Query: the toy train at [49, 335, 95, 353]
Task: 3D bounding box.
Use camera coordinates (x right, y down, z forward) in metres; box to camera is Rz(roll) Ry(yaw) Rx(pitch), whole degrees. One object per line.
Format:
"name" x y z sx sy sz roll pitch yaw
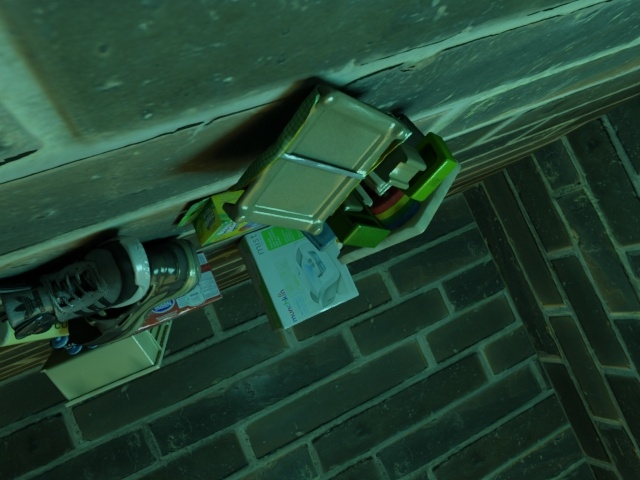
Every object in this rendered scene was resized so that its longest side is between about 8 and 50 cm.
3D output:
"toy train" -0.567 0.203 1.159 0.184 0.105 0.080 -20 148 3

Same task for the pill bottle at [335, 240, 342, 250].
"pill bottle" 0.000 0.000 1.594 0.209 0.117 0.117 -23 175 -16

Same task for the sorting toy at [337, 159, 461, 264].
"sorting toy" 0.159 -0.088 1.098 0.255 0.089 0.257 -26 -161 48

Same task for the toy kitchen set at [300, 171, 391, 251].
"toy kitchen set" 0.029 -0.092 0.928 0.207 0.122 0.166 -44 174 2

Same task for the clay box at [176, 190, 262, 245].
"clay box" -0.120 -0.051 0.807 0.222 0.053 0.127 -22 175 -31

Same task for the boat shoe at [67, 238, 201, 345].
"boat shoe" -0.386 0.099 0.905 0.355 0.132 0.130 -35 161 24

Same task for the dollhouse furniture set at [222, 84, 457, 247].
"dollhouse furniture set" 0.012 -0.118 0.641 0.302 0.151 0.197 8 131 -48

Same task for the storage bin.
"storage bin" -0.561 0.270 1.296 0.262 0.123 0.260 -24 -155 3

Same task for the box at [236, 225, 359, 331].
"box" -0.066 0.079 1.288 0.231 0.261 0.127 -20 174 -24

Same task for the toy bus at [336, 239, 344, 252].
"toy bus" 0.076 -0.054 1.427 0.202 0.191 0.104 -23 132 -20

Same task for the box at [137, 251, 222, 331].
"box" -0.385 0.133 1.137 0.257 0.128 0.123 -21 174 -39

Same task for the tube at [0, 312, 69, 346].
"tube" -0.561 0.168 0.998 0.062 0.070 0.240 5 180 18

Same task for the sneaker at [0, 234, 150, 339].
"sneaker" -0.370 0.076 0.702 0.269 0.101 0.153 -24 179 38
